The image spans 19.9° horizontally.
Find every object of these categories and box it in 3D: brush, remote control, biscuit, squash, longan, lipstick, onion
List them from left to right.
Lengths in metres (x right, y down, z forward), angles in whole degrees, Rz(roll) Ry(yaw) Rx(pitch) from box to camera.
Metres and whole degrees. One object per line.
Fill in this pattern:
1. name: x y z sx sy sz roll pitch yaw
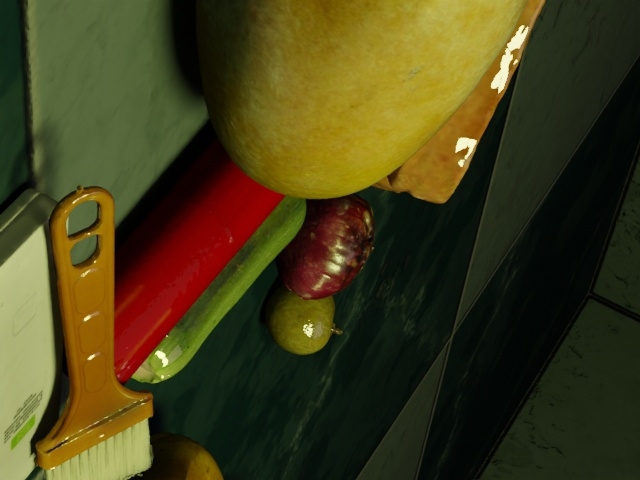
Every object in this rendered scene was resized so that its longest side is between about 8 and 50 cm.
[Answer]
1. remote control: -0.202 0.081 1.168 0.103 0.034 0.250 -51 161 -39
2. brush: -0.150 0.074 1.186 0.090 0.017 0.314 -27 145 -25
3. lipstick: -0.093 -0.004 1.320 0.279 0.073 0.073 -51 161 -33
4. squash: -0.082 0.022 1.423 0.229 0.066 0.066 -52 162 -38
5. longan: -0.013 0.074 1.726 0.075 0.083 0.075 -44 -150 34
6. onion: 0.000 0.000 1.631 0.107 0.097 0.107 -54 -163 25
7. biscuit: 0.109 -0.203 1.439 0.455 0.078 0.349 -156 -89 -83

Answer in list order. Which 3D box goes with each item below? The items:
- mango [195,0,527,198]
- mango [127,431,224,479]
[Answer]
1. mango: 0.020 -0.164 1.173 0.199 0.221 0.384 -9 151 -28
2. mango: -0.145 0.275 1.507 0.166 0.136 0.236 44 60 -63
